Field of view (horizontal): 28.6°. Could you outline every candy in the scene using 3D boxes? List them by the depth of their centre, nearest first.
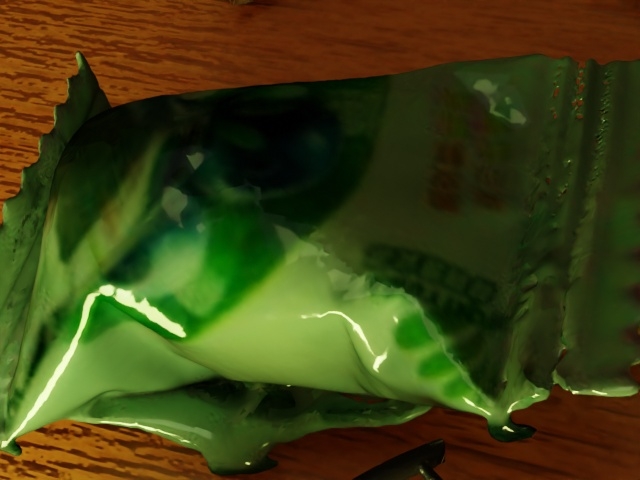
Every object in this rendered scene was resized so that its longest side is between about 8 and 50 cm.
[{"bbox_3d":[-0.002,-0.004,0.726,0.397,0.172,0.263,-6,55,24],"label":"candy"}]

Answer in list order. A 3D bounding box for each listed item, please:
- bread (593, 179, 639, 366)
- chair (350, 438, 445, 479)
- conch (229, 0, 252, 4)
[{"bbox_3d":[0.216,0.013,0.728,0.173,0.085,0.134,35,72,30],"label":"bread"},{"bbox_3d":[0.076,0.246,0.581,0.154,0.141,0.260,-35,58,-10],"label":"chair"},{"bbox_3d":[-0.017,-0.256,0.978,0.104,0.094,0.176,33,97,15],"label":"conch"}]
